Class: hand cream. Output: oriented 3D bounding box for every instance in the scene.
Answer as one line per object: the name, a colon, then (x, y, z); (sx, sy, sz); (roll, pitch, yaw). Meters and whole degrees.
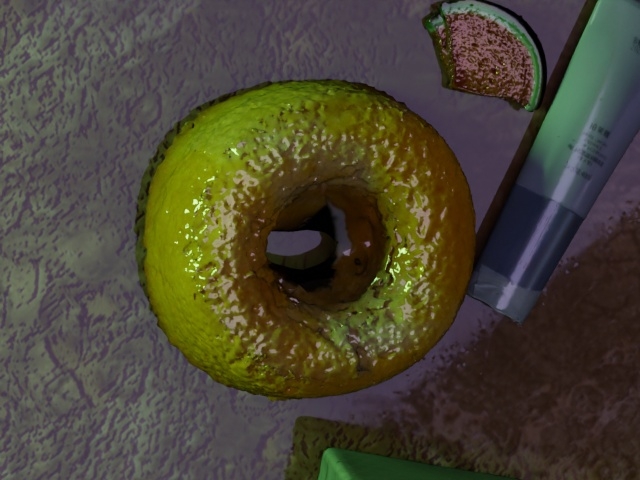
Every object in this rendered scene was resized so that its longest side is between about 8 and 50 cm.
hand cream: (0.189, -0.060, 1.470); (0.079, 0.048, 0.255); (28, 88, -16)

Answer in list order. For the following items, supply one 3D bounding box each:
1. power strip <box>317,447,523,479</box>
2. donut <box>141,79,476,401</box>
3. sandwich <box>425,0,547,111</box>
power strip: (0.048, 0.234, 1.429); (0.224, 0.139, 0.140); (12, 95, -10)
donut: (-0.002, 0.000, 1.418); (0.253, 0.118, 0.253); (-1, 92, -23)
sandwich: (0.124, -0.141, 1.462); (0.101, 0.026, 0.069); (16, 97, -7)
